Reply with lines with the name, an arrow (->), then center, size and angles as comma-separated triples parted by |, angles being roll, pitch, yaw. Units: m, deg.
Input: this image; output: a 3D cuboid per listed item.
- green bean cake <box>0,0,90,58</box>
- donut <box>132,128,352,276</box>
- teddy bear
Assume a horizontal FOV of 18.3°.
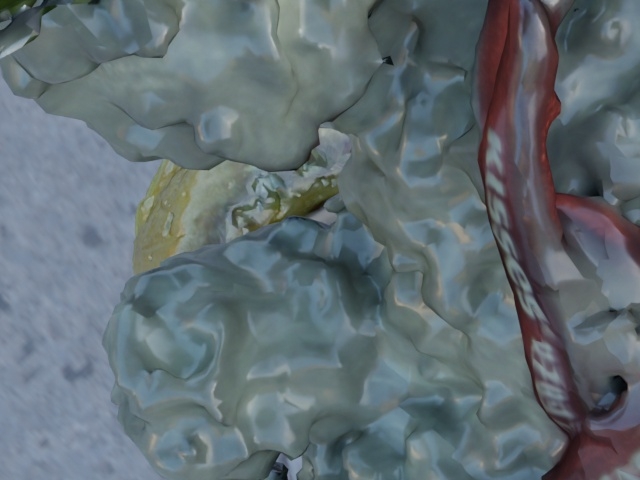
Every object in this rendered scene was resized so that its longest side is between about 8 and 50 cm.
green bean cake -> -0.155, -0.102, 0.235 | 0.335, 0.319, 0.218 | -30, 87, -16
donut -> 0.000, 0.000, 1.376 | 0.261, 0.128, 0.208 | -17, 94, -15
teddy bear -> 0.091, 0.051, 0.601 | 0.357, 0.224, 0.367 | 6, 108, 13
